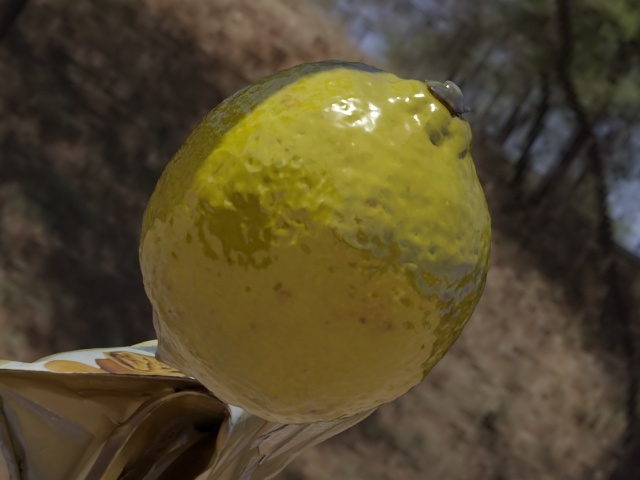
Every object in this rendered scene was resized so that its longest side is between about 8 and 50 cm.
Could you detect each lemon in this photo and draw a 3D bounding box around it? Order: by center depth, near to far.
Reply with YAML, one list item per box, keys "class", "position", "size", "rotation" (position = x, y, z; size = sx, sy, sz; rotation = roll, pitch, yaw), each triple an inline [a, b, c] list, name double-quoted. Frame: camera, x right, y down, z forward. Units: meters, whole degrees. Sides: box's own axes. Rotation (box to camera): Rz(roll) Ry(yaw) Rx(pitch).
- class: "lemon"
  position: [0.000, 0.000, 0.634]
  size: [0.109, 0.133, 0.109]
  rotation: [40, 20, -18]

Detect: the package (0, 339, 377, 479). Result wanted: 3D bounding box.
- class: "package"
  position: [-0.098, 0.163, 1.484]
  size: [0.221, 0.165, 0.311]
  rotation: [2, 3, 20]
